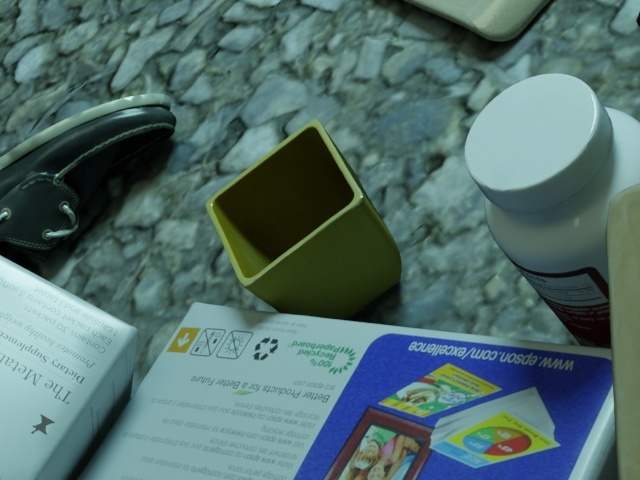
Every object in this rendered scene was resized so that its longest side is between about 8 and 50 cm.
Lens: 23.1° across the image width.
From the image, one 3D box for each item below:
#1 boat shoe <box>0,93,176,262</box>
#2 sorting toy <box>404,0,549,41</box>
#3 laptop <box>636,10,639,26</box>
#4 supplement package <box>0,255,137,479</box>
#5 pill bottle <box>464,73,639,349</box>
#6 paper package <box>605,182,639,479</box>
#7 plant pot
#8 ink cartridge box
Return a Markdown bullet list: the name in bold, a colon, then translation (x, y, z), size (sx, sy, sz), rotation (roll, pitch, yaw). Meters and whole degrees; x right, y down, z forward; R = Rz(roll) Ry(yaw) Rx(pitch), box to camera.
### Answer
- **boat shoe**: translation (-0.194, -0.025, 1.079), size (0.233, 0.084, 0.079), rotation (-30, 80, 5)
- **sorting toy**: translation (0.110, -0.233, 1.019), size (0.193, 0.038, 0.208), rotation (-48, 41, -5)
- **laptop**: translation (0.316, -0.158, 0.677), size (0.264, 0.136, 0.234), rotation (18, 85, 47)
- **supplement package**: translation (-0.218, 0.138, 0.832), size (0.139, 0.134, 0.244), rotation (27, 59, 7)
- **pill bottle**: translation (0.130, -0.007, 0.726), size (0.086, 0.152, 0.086), rotation (-21, 46, 23)
- **paper package**: translation (0.265, 0.109, 0.511), size (0.309, 0.168, 0.324), rotation (-18, 46, 26)
- **plant pot**: translation (0.000, 0.000, 0.877), size (0.081, 0.083, 0.081), rotation (-38, 41, 8)
- **ink cartridge box**: translation (-0.023, 0.173, 0.735), size (0.304, 0.072, 0.307), rotation (5, 55, 43)
